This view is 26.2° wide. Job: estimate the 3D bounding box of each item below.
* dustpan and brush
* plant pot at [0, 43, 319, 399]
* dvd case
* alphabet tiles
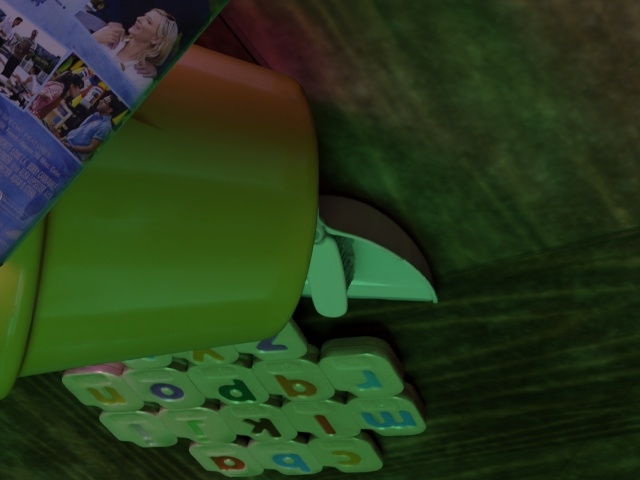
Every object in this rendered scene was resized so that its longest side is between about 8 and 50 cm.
[{"bbox_3d":[0.000,0.000,0.937,0.147,0.060,0.211,1,141,11],"label":"dustpan and brush"},{"bbox_3d":[-0.138,-0.030,0.804,0.239,0.254,0.254,4,145,-19],"label":"plant pot"},{"bbox_3d":[-0.139,-0.140,0.647,0.180,0.253,0.022,43,170,-19],"label":"dvd case"},{"bbox_3d":[-0.062,0.128,1.135,0.284,0.021,0.278,-6,145,19],"label":"alphabet tiles"}]
